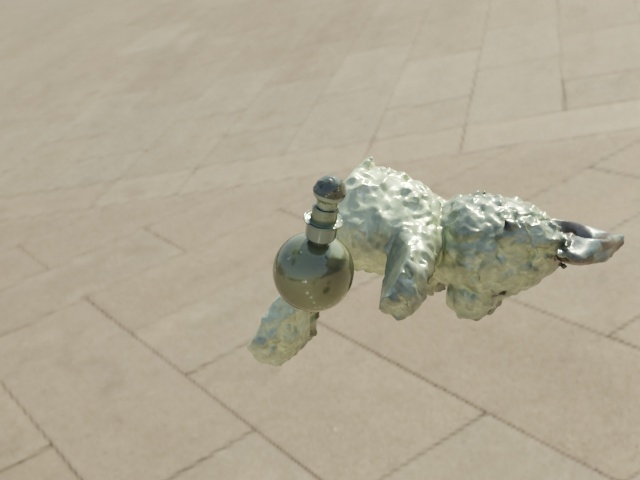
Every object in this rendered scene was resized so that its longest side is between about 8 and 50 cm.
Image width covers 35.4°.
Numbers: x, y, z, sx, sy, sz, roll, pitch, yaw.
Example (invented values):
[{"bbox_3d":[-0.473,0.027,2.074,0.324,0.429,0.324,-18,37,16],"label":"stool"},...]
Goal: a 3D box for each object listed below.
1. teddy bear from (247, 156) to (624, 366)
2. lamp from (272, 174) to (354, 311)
[{"bbox_3d":[0.150,0.070,1.342,0.362,0.375,0.327,29,3,3],"label":"teddy bear"},{"bbox_3d":[0.000,0.000,1.090,0.091,0.163,0.091,9,34,-6],"label":"lamp"}]
